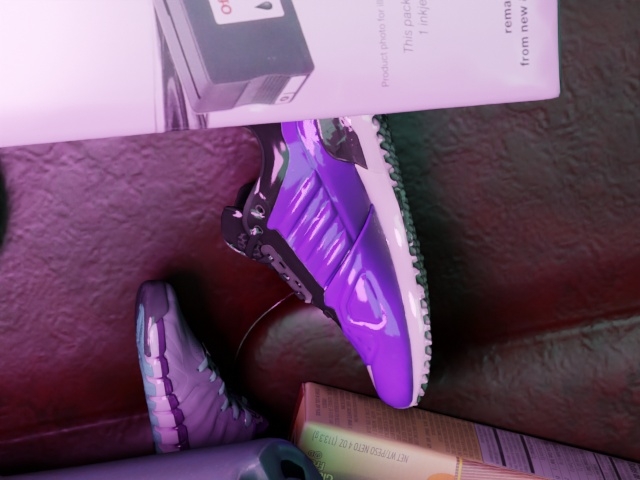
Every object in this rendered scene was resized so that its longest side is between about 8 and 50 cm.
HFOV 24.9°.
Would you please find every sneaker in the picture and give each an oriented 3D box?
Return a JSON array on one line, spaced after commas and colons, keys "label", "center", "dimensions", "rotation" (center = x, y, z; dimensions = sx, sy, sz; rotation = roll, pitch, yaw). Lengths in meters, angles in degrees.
[{"label": "sneaker", "center": [0.000, -0.001, 1.140], "dimensions": [0.146, 0.102, 0.293], "rotation": [-13, 105, 7]}, {"label": "sneaker", "center": [-0.096, 0.124, 1.194], "dimensions": [0.098, 0.083, 0.223], "rotation": [-9, 121, -9]}]

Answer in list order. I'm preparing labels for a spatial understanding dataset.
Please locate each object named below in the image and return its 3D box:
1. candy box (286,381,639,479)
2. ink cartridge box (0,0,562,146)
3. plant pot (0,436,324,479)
[{"label": "candy box", "center": [0.114, 0.251, 1.231], "dimensions": [0.316, 0.087, 0.183], "rotation": [14, 109, -7]}, {"label": "ink cartridge box", "center": [-0.060, -0.186, 0.967], "dimensions": [0.395, 0.285, 0.166], "rotation": [-5, 110, 1]}, {"label": "plant pot", "center": [-0.154, 0.306, 1.079], "dimensions": [0.334, 0.341, 0.341], "rotation": [-15, 110, 15]}]
